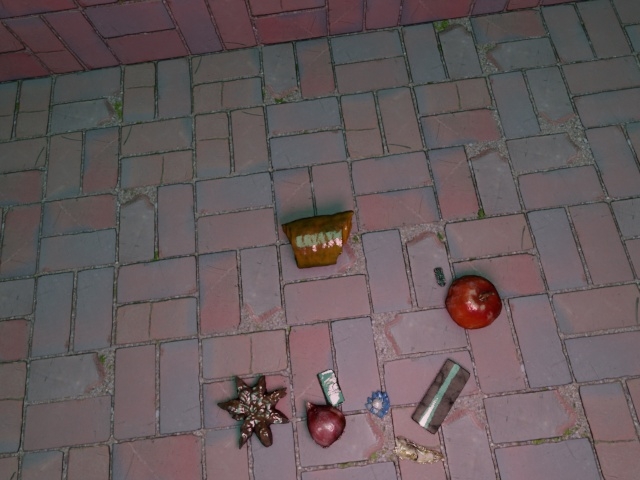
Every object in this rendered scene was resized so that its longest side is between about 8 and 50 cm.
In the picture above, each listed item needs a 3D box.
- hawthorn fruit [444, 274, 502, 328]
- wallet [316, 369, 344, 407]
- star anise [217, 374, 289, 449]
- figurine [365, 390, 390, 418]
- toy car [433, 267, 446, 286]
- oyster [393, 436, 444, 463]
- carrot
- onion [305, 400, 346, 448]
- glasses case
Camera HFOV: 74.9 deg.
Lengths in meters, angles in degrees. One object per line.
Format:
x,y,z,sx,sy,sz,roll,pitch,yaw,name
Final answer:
0.661,0.253,1.772,0.242,0.271,0.241,1,75,-2,hawthorn fruit
0.046,0.645,1.817,0.082,0.018,0.156,-20,72,-3,wallet
-0.286,0.720,1.766,0.316,0.108,0.314,1,74,-4,star anise
0.250,0.683,1.761,0.114,0.079,0.114,-32,39,30,figurine
0.552,0.170,1.931,0.041,0.025,0.093,-10,69,2,toy car
0.396,0.873,1.717,0.200,0.061,0.106,30,94,14,oyster
0.000,0.000,1.908,0.341,0.241,0.241,-9,72,4,carrot
0.008,0.742,1.722,0.195,0.159,0.159,43,80,15,onion
0.509,0.656,1.764,0.114,0.060,0.299,33,77,12,glasses case
